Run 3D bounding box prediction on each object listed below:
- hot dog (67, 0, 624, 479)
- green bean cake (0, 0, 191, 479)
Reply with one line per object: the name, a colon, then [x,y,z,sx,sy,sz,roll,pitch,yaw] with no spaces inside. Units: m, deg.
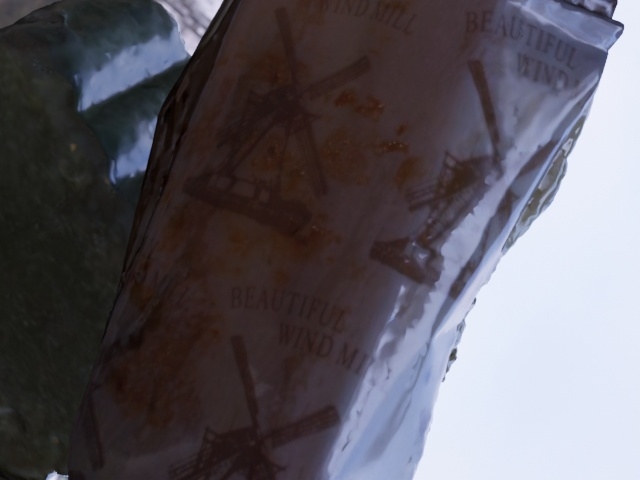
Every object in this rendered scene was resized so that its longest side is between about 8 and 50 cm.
hot dog: [0.000,0.000,0.464,0.131,0.069,0.252,18,-97,31]
green bean cake: [-0.107,0.002,0.673,0.185,0.183,0.094,-23,-171,40]
